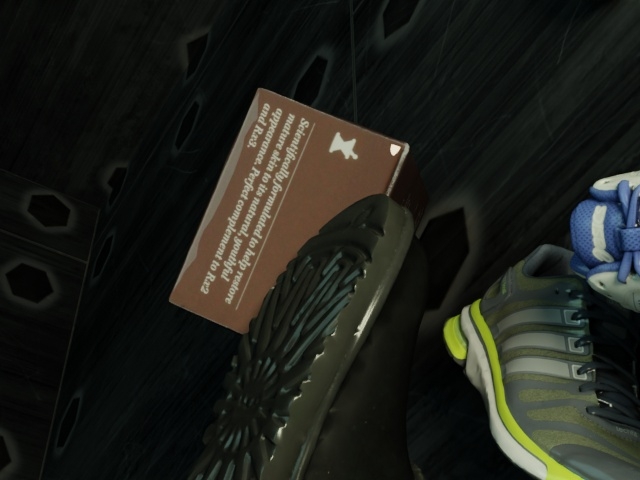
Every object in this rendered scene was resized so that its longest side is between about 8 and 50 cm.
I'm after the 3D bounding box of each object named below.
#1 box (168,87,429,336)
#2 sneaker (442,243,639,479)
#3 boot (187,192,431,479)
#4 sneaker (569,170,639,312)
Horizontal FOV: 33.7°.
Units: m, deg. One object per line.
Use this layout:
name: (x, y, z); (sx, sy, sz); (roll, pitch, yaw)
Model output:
box: (0.000, 0.000, 0.995); (0.381, 0.143, 0.191); (28, -95, -83)
sneaker: (0.179, 0.092, 0.744); (0.121, 0.111, 0.300); (-57, 25, 14)
boot: (0.052, 0.169, 0.754); (0.131, 0.260, 0.347); (1, 64, 62)
sneaker: (0.204, 0.008, 0.573); (0.296, 0.131, 0.111); (41, -126, -81)
